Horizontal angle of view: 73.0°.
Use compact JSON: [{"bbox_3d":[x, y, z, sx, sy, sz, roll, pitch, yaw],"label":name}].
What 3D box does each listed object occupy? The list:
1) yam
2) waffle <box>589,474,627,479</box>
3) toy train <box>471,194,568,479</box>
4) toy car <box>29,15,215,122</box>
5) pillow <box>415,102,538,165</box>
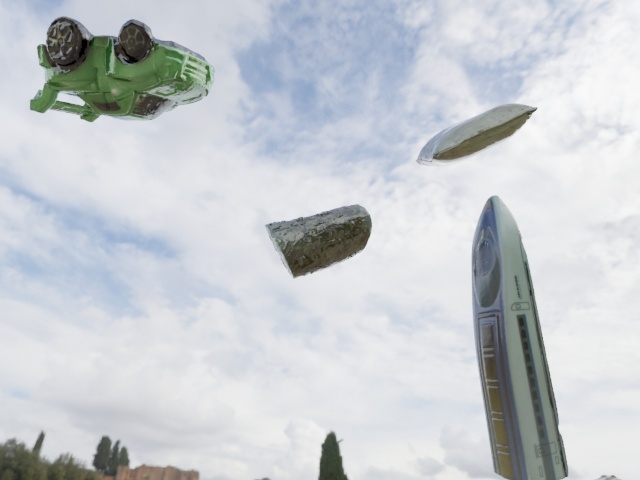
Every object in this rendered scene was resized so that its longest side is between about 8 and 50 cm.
[{"bbox_3d":[0.000,0.000,0.760,0.183,0.107,0.107,-18,-32,-21],"label":"yam"},{"bbox_3d":[0.339,0.388,0.481,0.224,0.098,0.328,34,-31,21],"label":"waffle"},{"bbox_3d":[0.166,0.078,0.397,0.048,0.252,0.055,0,-15,-19],"label":"toy train"},{"bbox_3d":[-0.404,-0.329,0.889,0.358,0.177,0.213,10,8,16],"label":"toy car"},{"bbox_3d":[0.287,-0.201,0.858,0.185,0.302,0.075,-27,-85,10],"label":"pillow"}]
